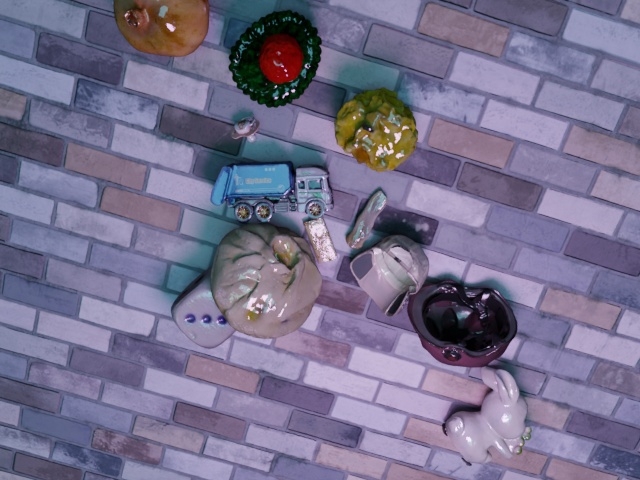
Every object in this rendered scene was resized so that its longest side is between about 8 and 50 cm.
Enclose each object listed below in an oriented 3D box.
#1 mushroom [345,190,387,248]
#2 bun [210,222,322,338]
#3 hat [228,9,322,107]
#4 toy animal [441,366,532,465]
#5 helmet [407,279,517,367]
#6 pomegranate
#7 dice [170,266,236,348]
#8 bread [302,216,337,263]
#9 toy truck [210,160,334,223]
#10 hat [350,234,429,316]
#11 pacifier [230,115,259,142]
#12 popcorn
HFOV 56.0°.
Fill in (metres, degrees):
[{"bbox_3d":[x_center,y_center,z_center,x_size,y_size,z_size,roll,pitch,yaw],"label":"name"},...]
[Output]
[{"bbox_3d":[0.146,-0.066,1.890,0.059,0.054,0.202,26,101,-11],"label":"mushroom"},{"bbox_3d":[-0.145,0.114,1.806,0.365,0.365,0.219,49,146,-12],"label":"bun"},{"bbox_3d":[-0.126,-0.491,1.620,0.242,0.332,0.274,25,104,-7],"label":"hat"},{"bbox_3d":[0.561,0.584,1.998,0.247,0.183,0.310,44,104,-10],"label":"toy animal"},{"bbox_3d":[0.431,0.280,1.888,0.338,0.271,0.197,1,139,0],"label":"helmet"},{"bbox_3d":[-0.436,-0.614,1.629,0.252,0.270,0.229,17,116,5],"label":"pomegranate"},{"bbox_3d":[-0.345,0.212,1.921,0.192,0.194,0.193,-38,104,14],"label":"dice"},{"bbox_3d":[0.000,0.000,1.925,0.068,0.028,0.154,-18,107,6],"label":"bread"},{"bbox_3d":[-0.143,-0.150,1.825,0.367,0.146,0.175,-1,103,3],"label":"toy truck"},{"bbox_3d":[0.226,0.107,1.884,0.232,0.161,0.275,51,131,26],"label":"hat"},{"bbox_3d":[-0.219,-0.331,1.820,0.099,0.081,0.078,-3,143,28],"label":"pacifier"},{"bbox_3d":[0.161,-0.313,1.720,0.249,0.225,0.249,0,111,-1],"label":"popcorn"}]
